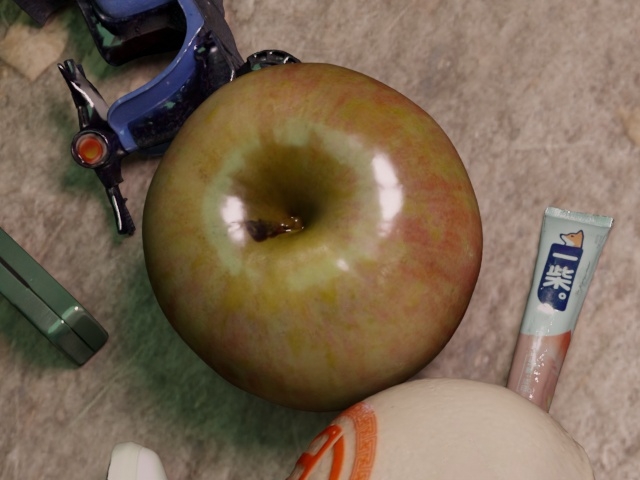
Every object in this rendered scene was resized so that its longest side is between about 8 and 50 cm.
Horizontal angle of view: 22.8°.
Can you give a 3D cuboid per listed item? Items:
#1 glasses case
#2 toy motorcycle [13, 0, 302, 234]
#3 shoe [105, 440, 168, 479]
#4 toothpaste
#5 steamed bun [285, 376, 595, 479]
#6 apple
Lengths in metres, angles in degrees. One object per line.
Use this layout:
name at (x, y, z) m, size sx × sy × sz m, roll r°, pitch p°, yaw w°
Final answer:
glasses case at (-0.259, 0.028, 1.336) m, size 0.184 × 0.078 × 0.039 m, roll 40°, pitch 81°, yaw 24°
toy motorcycle at (-0.156, -0.178, 1.382) m, size 0.212 × 0.125 × 0.358 m, roll -35°, pitch 62°, yaw 6°
shoe at (-0.092, 0.274, 1.193) m, size 0.110 × 0.095 × 0.265 m, roll -12°, pitch 71°, yaw 2°
toothpaste at (0.179, 0.066, 1.244) m, size 0.056 × 0.036 × 0.205 m, roll 13°, pitch 67°, yaw 17°
steamed bun at (0.048, 0.218, 1.068) m, size 0.177 × 0.283 × 0.283 m, roll 28°, pitch 74°, yaw -10°
apple at (0.000, 0.000, 1.196) m, size 0.257 × 0.234 × 0.257 m, roll -4°, pitch 79°, yaw 18°
